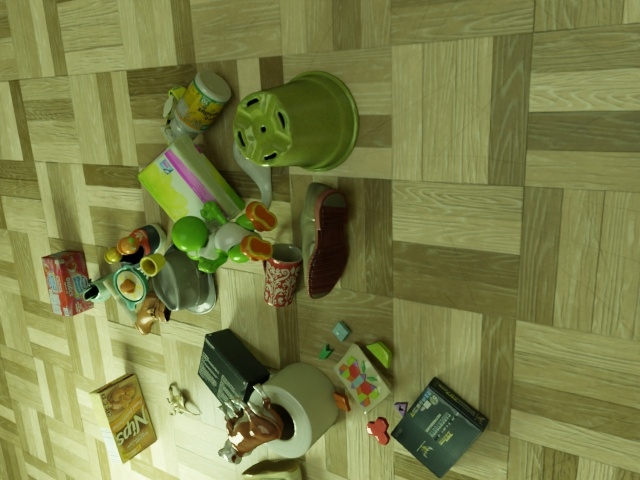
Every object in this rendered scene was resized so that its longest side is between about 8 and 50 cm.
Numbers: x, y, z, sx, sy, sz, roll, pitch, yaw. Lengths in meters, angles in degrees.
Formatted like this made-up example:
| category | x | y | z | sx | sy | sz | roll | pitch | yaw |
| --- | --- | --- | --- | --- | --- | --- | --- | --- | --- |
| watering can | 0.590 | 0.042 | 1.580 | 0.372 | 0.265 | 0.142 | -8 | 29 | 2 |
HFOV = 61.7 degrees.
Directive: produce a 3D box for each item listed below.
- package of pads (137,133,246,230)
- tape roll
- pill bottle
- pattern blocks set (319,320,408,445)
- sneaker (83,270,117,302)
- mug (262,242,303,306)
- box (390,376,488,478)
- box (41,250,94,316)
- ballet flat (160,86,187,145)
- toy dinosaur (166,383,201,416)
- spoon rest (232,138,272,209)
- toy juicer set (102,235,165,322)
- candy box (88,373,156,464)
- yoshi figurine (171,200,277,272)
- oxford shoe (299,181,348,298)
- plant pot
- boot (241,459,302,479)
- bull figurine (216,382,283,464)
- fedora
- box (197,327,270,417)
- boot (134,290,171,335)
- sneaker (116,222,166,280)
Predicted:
| category | x | y | z | sx | sy | sz | roll | pitch | yaw |
| --- | --- | --- | --- | --- | --- | --- | --- | --- | --- |
| package of pads | -0.415 | -0.155 | 1.706 | 0.229 | 0.101 | 0.296 | -29 | 105 | 37 |
| tape roll | -0.084 | 0.534 | 1.700 | 0.246 | 0.169 | 0.246 | 10 | 110 | 30 |
| pill bottle | -0.372 | -0.404 | 1.635 | 0.208 | 0.117 | 0.117 | -42 | 80 | 34 |
| pattern blocks set | 0.121 | 0.411 | 1.581 | 0.325 | 0.026 | 0.285 | 39 | 121 | 30 |
| sneaker | -0.906 | 0.201 | 2.149 | 0.256 | 0.151 | 0.094 | -30 | 89 | 37 |
| mug | -0.121 | 0.100 | 1.649 | 0.113 | 0.150 | 0.169 | 3 | 118 | -14 |
| box | 0.326 | 0.523 | 1.494 | 0.183 | 0.059 | 0.233 | 38 | 122 | 18 |
| box | -1.066 | 0.179 | 2.264 | 0.128 | 0.122 | 0.257 | 3 | 106 | 32 |
| ballet flat | -0.479 | -0.385 | 1.736 | 0.077 | 0.077 | 0.231 | 30 | 119 | 22 |
| toy dinosaur | -0.559 | 0.656 | 2.120 | 0.183 | 0.053 | 0.092 | 40 | 121 | 17 |
| spoon rest | -0.198 | -0.209 | 1.617 | 0.137 | 0.084 | 0.276 | -11 | 85 | 34 |
| toy juicer set | -0.680 | 0.130 | 1.848 | 0.209 | 0.089 | 0.329 | 38 | 120 | 5 |
| candy box | -0.821 | 0.741 | 2.237 | 0.087 | 0.183 | 0.316 | -11 | 98 | 36 |
| yoshi figurine | -0.309 | -0.012 | 1.575 | 0.362 | 0.203 | 0.203 | -11 | 106 | 42 |
| oxford shoe | 0.000 | 0.000 | 1.539 | 0.130 | 0.123 | 0.348 | 39 | 127 | 49 |
| plant pot | -0.080 | -0.297 | 1.393 | 0.276 | 0.254 | 0.276 | 11 | 110 | 31 |
| boot | -0.151 | 0.889 | 1.901 | 0.262 | 0.095 | 0.203 | -19 | 94 | 32 |
| bull figurine | -0.229 | 0.569 | 1.640 | 0.310 | 0.101 | 0.188 | -37 | 81 | 37 |
| fedora | -0.498 | 0.150 | 1.882 | 0.243 | 0.124 | 0.275 | -3 | 103 | 34 |
| box | -0.300 | 0.453 | 1.823 | 0.261 | 0.103 | 0.184 | 37 | 125 | 36 |
| boot | -0.636 | 0.291 | 2.051 | 0.152 | 0.073 | 0.197 | 12 | 113 | 26 |
| sneaker | -0.703 | 0.078 | 1.980 | 0.131 | 0.148 | 0.350 | 43 | 123 | 15 |
